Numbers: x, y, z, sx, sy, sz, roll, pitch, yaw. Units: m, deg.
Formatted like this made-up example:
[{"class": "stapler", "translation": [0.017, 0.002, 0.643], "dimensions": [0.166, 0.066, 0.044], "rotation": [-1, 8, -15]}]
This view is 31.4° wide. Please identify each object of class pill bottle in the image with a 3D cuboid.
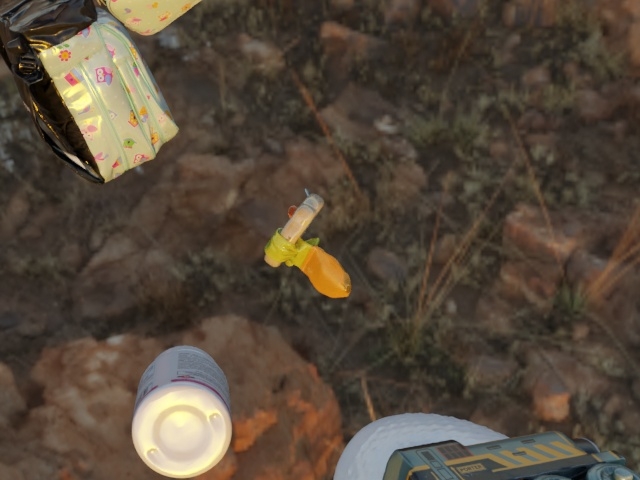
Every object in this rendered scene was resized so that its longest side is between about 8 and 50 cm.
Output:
[{"class": "pill bottle", "translation": [-0.233, 0.279, 1.935], "dimensions": [0.160, 0.160, 0.283], "rotation": [-9, 11, -4]}]

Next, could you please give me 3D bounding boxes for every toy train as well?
[{"class": "toy train", "translation": [0.230, 0.304, 1.319], "dimensions": [0.333, 0.142, 0.190], "rotation": [-5, 29, -30]}]

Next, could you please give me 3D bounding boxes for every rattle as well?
[{"class": "rattle", "translation": [0.000, 0.000, 1.712], "dimensions": [0.142, 0.130, 0.199], "rotation": [20, 5, 4]}]

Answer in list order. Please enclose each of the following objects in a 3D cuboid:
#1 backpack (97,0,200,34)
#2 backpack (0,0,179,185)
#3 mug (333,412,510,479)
[{"class": "backpack", "translation": [-0.243, -0.379, 1.534], "dimensions": [0.165, 0.188, 0.144], "rotation": [-28, 57, 23]}, {"class": "backpack", "translation": [-0.215, -0.142, 1.054], "dimensions": [0.115, 0.182, 0.152], "rotation": [-29, 29, -6]}, {"class": "mug", "translation": [0.184, 0.446, 1.693], "dimensions": [0.276, 0.374, 0.328], "rotation": [-12, 23, -41]}]
